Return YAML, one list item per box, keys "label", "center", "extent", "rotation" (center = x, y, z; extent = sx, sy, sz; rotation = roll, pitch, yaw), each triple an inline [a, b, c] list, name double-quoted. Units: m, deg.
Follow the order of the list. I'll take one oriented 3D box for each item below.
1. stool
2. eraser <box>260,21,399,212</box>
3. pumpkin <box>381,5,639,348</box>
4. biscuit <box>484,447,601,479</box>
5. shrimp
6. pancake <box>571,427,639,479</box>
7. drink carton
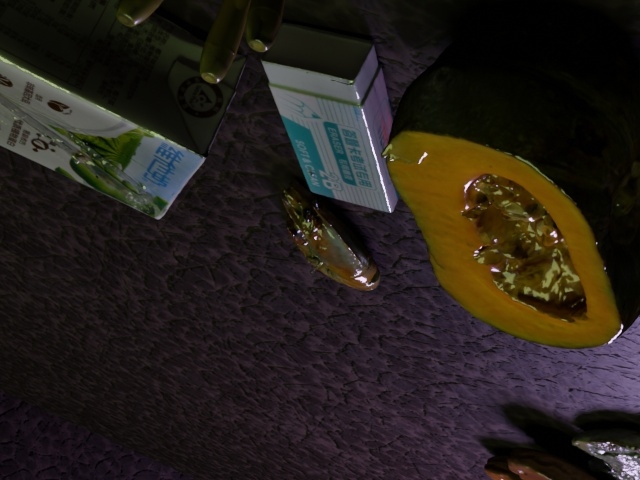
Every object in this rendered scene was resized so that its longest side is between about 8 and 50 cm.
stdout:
- label: "stool"
  center: [-0.080, -0.203, 0.891]
  extent: [0.134, 0.110, 0.135]
  rotation: [16, 154, 19]
- label: "eraser"
  center: [0.017, -0.109, 1.075]
  extent: [0.095, 0.052, 0.225]
  rotation: [16, 155, 20]
- label: "pumpkin"
  center: [0.165, -0.040, 0.951]
  extent: [0.221, 0.139, 0.317]
  rotation: [15, 152, 35]
- label: "biscuit"
  center: [0.360, 0.374, 1.772]
  extent: [0.262, 0.052, 0.277]
  rotation: [33, 163, -19]
- label: "shrimp"
  center: [-0.001, 0.002, 1.335]
  extent: [0.115, 0.051, 0.217]
  rotation: [11, 156, 32]
- label: "pancake"
  center: [0.478, 0.323, 1.594]
  extent: [0.253, 0.037, 0.253]
  rotation: [19, 157, 8]
- label: "drink carton"
  center: [-0.257, -0.167, 1.104]
  extent: [0.324, 0.132, 0.194]
  rotation: [27, 156, -12]
